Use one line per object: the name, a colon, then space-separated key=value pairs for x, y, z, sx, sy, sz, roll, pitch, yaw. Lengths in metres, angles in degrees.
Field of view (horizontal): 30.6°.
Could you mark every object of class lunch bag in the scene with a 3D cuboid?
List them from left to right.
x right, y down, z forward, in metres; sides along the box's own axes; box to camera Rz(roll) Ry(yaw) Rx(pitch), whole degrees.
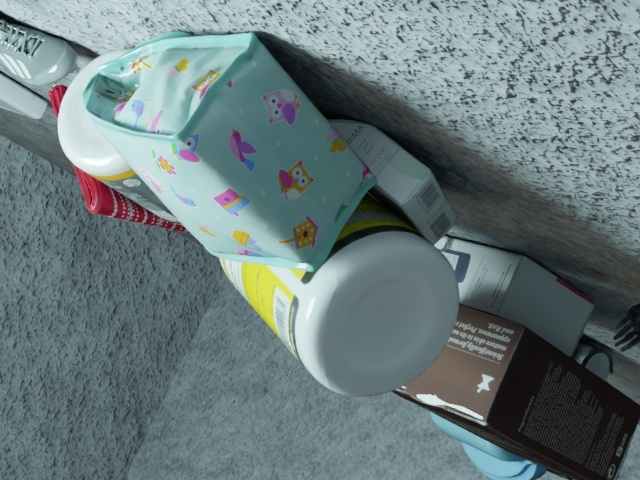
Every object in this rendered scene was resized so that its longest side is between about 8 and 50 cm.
lunch bag: x=-0.109 y=-0.093 z=1.196 sx=0.262 sy=0.160 sz=0.223 roll=11 pitch=150 yaw=52

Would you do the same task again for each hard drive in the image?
hard drive: x=-0.703 y=-0.337 z=2.162 sx=0.233 sy=0.047 sz=0.353 roll=20 pitch=172 yaw=42

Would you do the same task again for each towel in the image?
towel: x=-0.244 y=-0.105 z=1.602 sx=0.275 sy=0.031 sz=0.198 roll=12 pitch=-130 yaw=-56

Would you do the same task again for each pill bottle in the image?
pill bottle: x=-0.187 y=-0.114 z=1.474 sx=0.162 sy=0.162 sz=0.278 roll=22 pitch=173 yaw=32
pill bottle: x=-0.003 y=0.019 z=1.332 sx=0.188 sy=0.188 sz=0.334 roll=30 pitch=-172 yaw=-36

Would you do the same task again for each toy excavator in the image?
toy excavator: x=0.262 y=0.211 z=1.926 sx=0.445 sy=0.432 sz=0.222 roll=-6 pitch=-163 yaw=-41

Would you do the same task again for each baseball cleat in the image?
baseball cleat: x=-0.411 y=-0.261 z=1.558 sx=0.206 sy=0.072 sz=0.109 roll=15 pitch=161 yaw=42

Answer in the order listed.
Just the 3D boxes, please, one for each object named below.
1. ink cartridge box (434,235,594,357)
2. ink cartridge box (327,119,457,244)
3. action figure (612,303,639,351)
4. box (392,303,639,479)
ink cartridge box: x=0.230 y=0.073 z=1.638 sx=0.172 sy=0.100 sz=0.237 roll=30 pitch=172 yaw=-36
ink cartridge box: x=0.044 y=-0.098 z=1.304 sx=0.225 sy=0.056 sz=0.181 roll=43 pitch=180 yaw=21
action figure: x=0.430 y=0.133 z=1.204 sx=0.164 sy=0.141 sz=0.276 roll=40 pitch=171 yaw=-18
box: x=0.258 y=0.206 z=1.568 sx=0.191 sy=0.143 sz=0.381 roll=17 pitch=171 yaw=41
